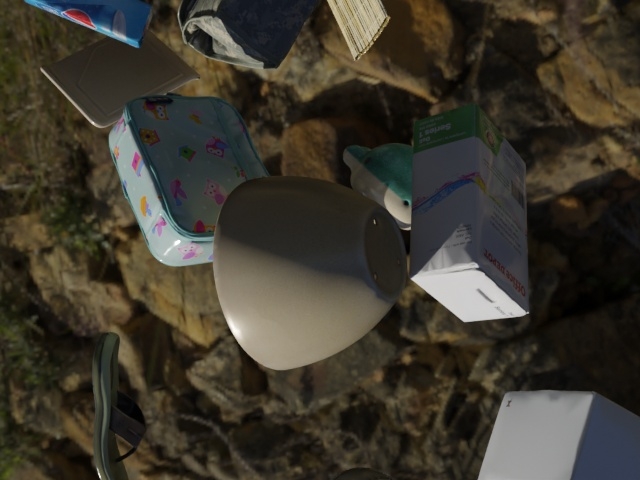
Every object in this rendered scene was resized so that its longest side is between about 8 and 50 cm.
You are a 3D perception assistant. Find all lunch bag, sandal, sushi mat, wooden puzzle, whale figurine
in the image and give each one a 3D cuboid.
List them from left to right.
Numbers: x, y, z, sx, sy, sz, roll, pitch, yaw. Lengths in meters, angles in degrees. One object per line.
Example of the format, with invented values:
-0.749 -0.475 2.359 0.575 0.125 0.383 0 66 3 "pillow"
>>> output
-0.349 0.310 1.558 0.086 0.303 0.120 0 -165 -7 "sandal"
-0.386 -0.319 1.724 0.238 0.221 0.044 -31 146 -25 "wooden puzzle"
-0.188 -0.104 1.377 0.224 0.279 0.108 -8 153 -36 "lunch bag"
-0.124 -0.435 1.551 0.169 0.235 0.287 36 172 -28 "lunch bag"
0.068 -0.591 2.121 0.019 0.317 0.151 0 146 -37 "sushi mat"
0.140 -0.134 1.764 0.216 0.272 0.141 37 100 -23 "whale figurine"

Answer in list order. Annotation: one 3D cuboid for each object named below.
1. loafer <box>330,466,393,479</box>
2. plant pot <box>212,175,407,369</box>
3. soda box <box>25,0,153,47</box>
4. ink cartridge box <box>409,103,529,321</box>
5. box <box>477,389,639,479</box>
0.066 0.340 0.694 0.112 0.320 0.111 -4 172 -41 "loafer"
0.009 0.032 1.259 0.191 0.284 0.284 -12 170 31 "plant pot"
-0.400 -0.408 1.536 0.210 0.071 0.067 21 180 -9 "soda box"
0.235 -0.036 1.389 0.117 0.278 0.201 -13 149 31 "ink cartridge box"
0.460 0.381 1.400 0.345 0.168 0.215 30 160 -19 "box"
